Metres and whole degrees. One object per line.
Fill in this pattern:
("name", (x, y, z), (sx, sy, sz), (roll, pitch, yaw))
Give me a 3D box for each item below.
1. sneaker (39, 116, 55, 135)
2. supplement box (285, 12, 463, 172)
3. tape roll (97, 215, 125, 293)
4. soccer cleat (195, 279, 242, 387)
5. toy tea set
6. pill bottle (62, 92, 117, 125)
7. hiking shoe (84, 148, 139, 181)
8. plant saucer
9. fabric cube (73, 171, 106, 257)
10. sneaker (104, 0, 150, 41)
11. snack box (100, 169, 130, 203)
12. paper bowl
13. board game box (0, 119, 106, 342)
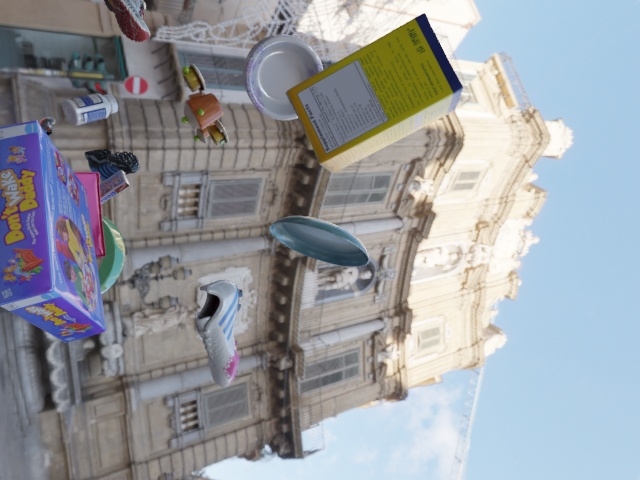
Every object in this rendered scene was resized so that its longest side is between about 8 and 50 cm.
("sneaker", (-1.091, -0.436, 1.758), (0.158, 0.064, 0.061), (-80, 180, -47))
("supplement box", (0.130, -0.337, 1.073), (0.194, 0.356, 0.195), (65, 10, 4))
("tape roll", (-0.847, 0.049, 1.521), (0.077, 0.320, 0.322), (86, -6, -85))
("soccer cleat", (-0.324, 0.284, 1.338), (0.115, 0.143, 0.332), (3, -90, 40))
("toy tea set", (-0.403, -0.402, 1.455), (0.200, 0.124, 0.336), (55, -14, 15))
("pill bottle", (-0.599, -0.346, 1.155), (0.067, 0.120, 0.067), (19, -54, 29))
("hiking shoe", (-0.844, -0.298, 1.824), (0.303, 0.113, 0.132), (16, -61, 32))
("plant saucer", (0.000, 0.000, 1.343), (0.317, 0.317, 0.044), (-13, -126, 59))
("fabric cube", (-0.795, -0.065, 1.222), (0.258, 0.259, 0.254), (1, -83, 24))
("sneaker", (-0.514, -0.635, 1.204), (0.225, 0.092, 0.088), (59, -34, 17))
("snack box", (-0.677, -0.146, 1.365), (0.064, 0.178, 0.022), (56, -1, 33))
("paper bowl", (-0.139, -0.593, 1.602), (0.148, 0.284, 0.285), (-119, -146, -60))
("board game box", (-0.503, -0.011, 0.827), (0.233, 0.078, 0.347), (99, -28, -62))
